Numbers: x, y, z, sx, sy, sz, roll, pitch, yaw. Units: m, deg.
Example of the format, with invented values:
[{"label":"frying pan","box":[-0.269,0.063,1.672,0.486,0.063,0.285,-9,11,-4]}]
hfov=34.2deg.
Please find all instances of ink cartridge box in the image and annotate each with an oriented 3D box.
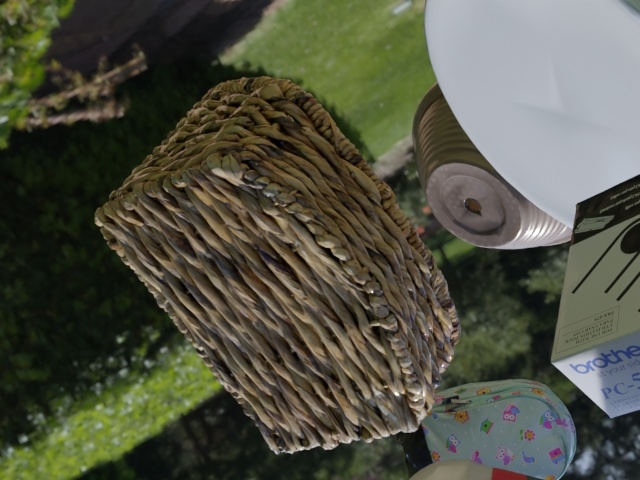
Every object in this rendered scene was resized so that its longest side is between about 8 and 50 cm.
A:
[{"label":"ink cartridge box","box":[0.188,-0.009,0.392,0.207,0.046,0.097,-29,-151,41]}]

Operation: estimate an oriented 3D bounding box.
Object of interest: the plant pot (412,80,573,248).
[{"label":"plant pot","box":[0.192,-0.070,1.146,0.110,0.237,0.237,-49,-175,-36]}]

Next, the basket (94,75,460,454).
[{"label":"basket","box":[0.000,0.000,0.909,0.213,0.299,0.223,-20,-157,37]}]

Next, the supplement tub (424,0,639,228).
[{"label":"supplement tub","box":[0.242,-0.171,0.606,0.325,0.235,0.235,-41,176,-19]}]

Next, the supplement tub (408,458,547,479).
[{"label":"supplement tub","box":[0.138,0.191,0.333,0.272,0.191,0.191,12,179,11]}]

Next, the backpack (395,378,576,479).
[{"label":"backpack","box":[0.180,0.219,1.108,0.182,0.152,0.115,-16,-176,7]}]
